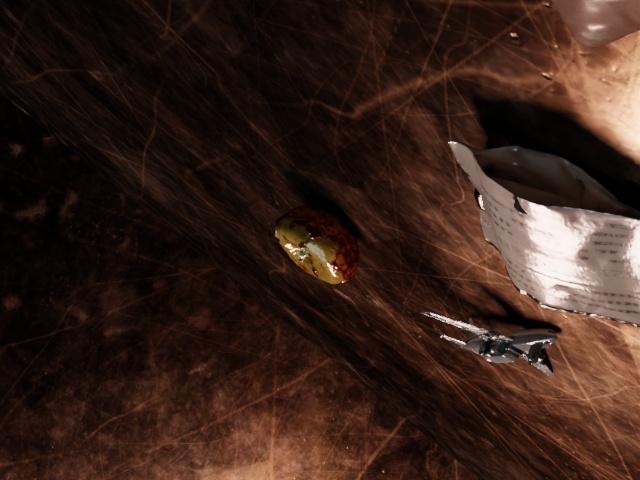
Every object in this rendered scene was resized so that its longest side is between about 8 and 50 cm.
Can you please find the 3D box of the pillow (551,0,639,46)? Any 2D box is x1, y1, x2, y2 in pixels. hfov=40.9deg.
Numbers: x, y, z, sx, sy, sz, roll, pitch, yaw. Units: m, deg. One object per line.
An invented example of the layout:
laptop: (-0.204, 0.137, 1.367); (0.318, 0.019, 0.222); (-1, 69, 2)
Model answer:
pillow: (0.137, -0.186, 0.355); (0.223, 0.084, 0.236); (46, 163, -19)

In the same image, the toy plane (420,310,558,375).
toy plane: (0.250, 0.140, 1.176); (0.226, 0.058, 0.226); (27, 171, -17)

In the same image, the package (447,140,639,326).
package: (0.238, 0.011, 0.784); (0.251, 0.062, 0.204); (26, 163, 31)

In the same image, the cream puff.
cream puff: (0.000, 0.000, 1.333); (0.149, 0.084, 0.149); (34, 162, 12)
